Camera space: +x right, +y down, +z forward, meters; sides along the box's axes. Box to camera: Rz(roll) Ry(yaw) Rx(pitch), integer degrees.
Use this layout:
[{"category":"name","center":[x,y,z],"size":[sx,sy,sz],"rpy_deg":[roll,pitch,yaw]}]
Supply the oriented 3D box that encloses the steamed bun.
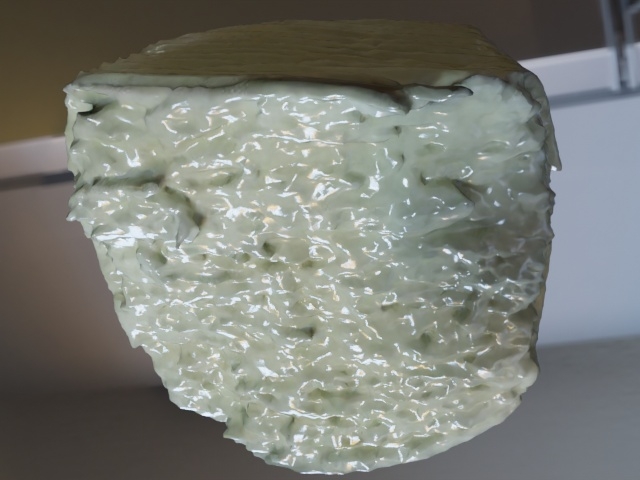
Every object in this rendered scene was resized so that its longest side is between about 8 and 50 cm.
[{"category":"steamed bun","center":[0.000,0.000,0.757],"size":[0.273,0.291,0.272],"rpy_deg":[-66,-20,-68]}]
